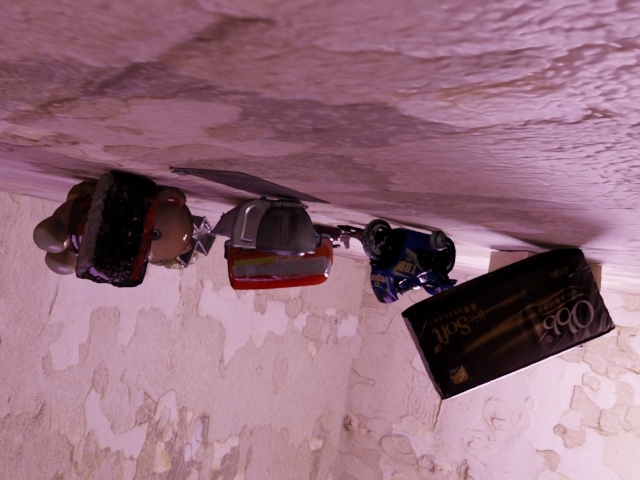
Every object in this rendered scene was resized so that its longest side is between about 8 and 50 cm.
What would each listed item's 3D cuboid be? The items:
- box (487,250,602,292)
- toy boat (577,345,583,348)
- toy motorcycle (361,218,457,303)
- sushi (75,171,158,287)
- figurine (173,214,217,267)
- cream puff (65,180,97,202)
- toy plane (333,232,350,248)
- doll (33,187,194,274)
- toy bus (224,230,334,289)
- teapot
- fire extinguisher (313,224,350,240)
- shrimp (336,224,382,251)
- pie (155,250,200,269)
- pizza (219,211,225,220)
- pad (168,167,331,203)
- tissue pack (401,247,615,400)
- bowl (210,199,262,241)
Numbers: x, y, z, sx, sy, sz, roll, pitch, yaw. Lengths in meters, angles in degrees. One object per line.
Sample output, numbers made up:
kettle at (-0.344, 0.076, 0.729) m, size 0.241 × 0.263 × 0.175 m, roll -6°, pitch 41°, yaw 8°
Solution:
box at (0.539, 0.085, 1.610) m, size 0.212 × 0.094 × 0.168 m, roll 10°, pitch 175°, yaw -16°
toy boat at (0.561, 0.177, 1.551) m, size 0.109 × 0.099 × 0.293 m, roll 6°, pitch -178°, yaw 2°
toy motorcycle at (0.190, 0.055, 1.402) m, size 0.316 × 0.168 × 0.113 m, roll 12°, pitch 175°, yaw -43°
sushi at (-0.397, -0.019, 1.294) m, size 0.126 × 0.224 × 0.136 m, roll 9°, pitch -177°, yaw -26°
figurine at (-0.481, -0.028, 1.975) m, size 0.285 × 0.166 × 0.342 m, roll 14°, pitch 180°, yaw 16°
cream puff at (-0.511, -0.050, 1.619) m, size 0.221 × 0.194 × 0.195 m, roll 14°, pitch 176°, yaw -12°
toy plane at (0.001, -0.001, 1.863) m, size 0.197 × 0.078 × 0.053 m, roll -9°, pitch 165°, yaw 30°
doll at (-0.447, -0.026, 1.470) m, size 0.330 × 0.174 × 0.235 m, roll -3°, pitch 140°, yaw -9°
toy bus at (-0.095, 0.052, 1.596) m, size 0.265 × 0.119 × 0.121 m, roll -3°, pitch 157°, yaw -10°
teapot at (-0.078, -0.026, 1.243) m, size 0.149 × 0.108 × 0.111 m, roll 2°, pitch 177°, yaw 33°
fire extinguisher at (0.015, -0.021, 1.780) m, size 0.132 × 0.039 × 0.056 m, roll 8°, pitch -174°, yaw 29°
shrimp at (0.150, 0.007, 1.623) m, size 0.262 × 0.066 × 0.117 m, roll 12°, pitch 176°, yaw -16°
pie at (-0.512, -0.008, 2.141) m, size 0.275 × 0.105 × 0.257 m, roll 14°, pitch -141°, yaw -16°
pizza at (-0.153, -0.035, 1.621) m, size 0.227 × 0.069 × 0.147 m, roll 6°, pitch 159°, yaw -23°
pad at (-0.113, -0.090, 1.146) m, size 0.160 × 0.009 × 0.265 m, roll 7°, pitch 176°, yaw 34°
tissue pack at (0.369, 0.158, 1.343) m, size 0.370 × 0.198 × 0.210 m, roll -23°, pitch 170°, yaw 3°
bowl at (-0.140, -0.039, 1.450) m, size 0.189 × 0.085 × 0.189 m, roll 10°, pitch 175°, yaw 1°
